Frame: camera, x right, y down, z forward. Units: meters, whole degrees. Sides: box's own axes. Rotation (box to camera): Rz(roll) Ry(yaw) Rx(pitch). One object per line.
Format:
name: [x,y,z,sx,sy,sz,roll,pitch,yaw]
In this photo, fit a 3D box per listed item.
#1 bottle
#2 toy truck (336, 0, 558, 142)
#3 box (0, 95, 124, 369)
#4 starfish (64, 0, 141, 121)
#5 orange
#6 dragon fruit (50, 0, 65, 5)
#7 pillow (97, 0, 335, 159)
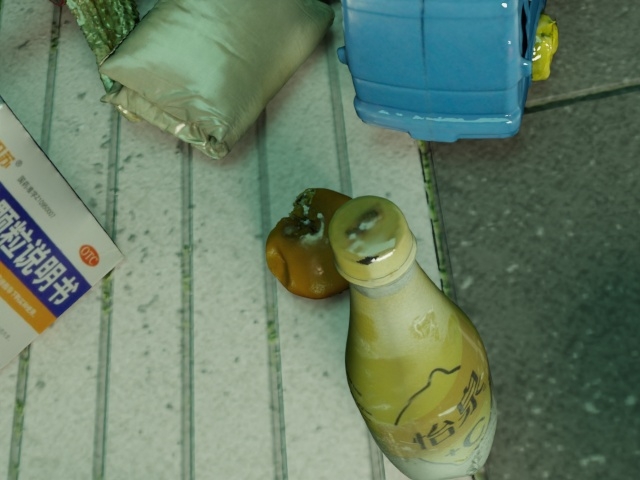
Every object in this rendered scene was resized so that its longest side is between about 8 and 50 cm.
bottle: [0.052,0.062,0.560,0.083,0.270,0.083,-6,57,10]
toy truck: [0.123,-0.266,0.814,0.161,0.162,0.385,8,61,18]
box: [-0.316,0.034,0.722,0.299,0.200,0.106,-44,57,-14]
starfish: [-0.232,-0.301,0.923,0.358,0.078,0.347,39,75,-2]
orange: [0.000,0.000,0.740,0.086,0.062,0.086,-6,60,10]
dragon fruit: [-0.255,-0.269,0.984,0.056,0.060,0.083,-43,88,-19]
pillow: [-0.088,-0.163,0.850,0.134,0.078,0.181,34,71,8]
